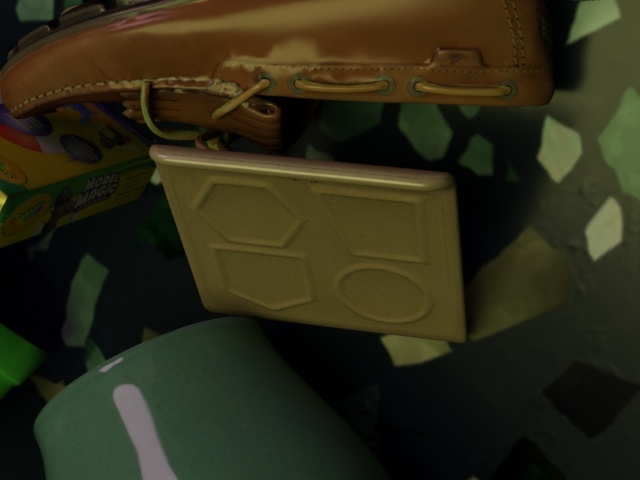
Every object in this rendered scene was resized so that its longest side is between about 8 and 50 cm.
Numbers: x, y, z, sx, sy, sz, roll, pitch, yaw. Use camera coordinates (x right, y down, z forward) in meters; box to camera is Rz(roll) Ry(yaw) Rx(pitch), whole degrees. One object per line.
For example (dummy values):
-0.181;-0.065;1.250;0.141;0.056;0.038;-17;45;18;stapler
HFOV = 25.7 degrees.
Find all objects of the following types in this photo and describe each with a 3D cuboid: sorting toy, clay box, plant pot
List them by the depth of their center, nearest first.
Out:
0.000;0.000;0.929;0.193;0.038;0.208;6;149;13;sorting toy
-0.071;0.203;0.977;0.271;0.271;0.255;-37;71;28;plant pot
-0.225;-0.062;0.997;0.127;0.222;0.053;36;115;14;clay box

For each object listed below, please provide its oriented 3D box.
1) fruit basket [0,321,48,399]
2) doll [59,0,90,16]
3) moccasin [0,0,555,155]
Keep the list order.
-0.386;-0.029;1.050;0.283;0.392;0.392;14;109;33;fruit basket
-0.131;-0.204;1.015;0.129;0.046;0.189;47;123;-3;doll
-0.034;-0.114;0.940;0.380;0.139;0.147;-6;105;10;moccasin
